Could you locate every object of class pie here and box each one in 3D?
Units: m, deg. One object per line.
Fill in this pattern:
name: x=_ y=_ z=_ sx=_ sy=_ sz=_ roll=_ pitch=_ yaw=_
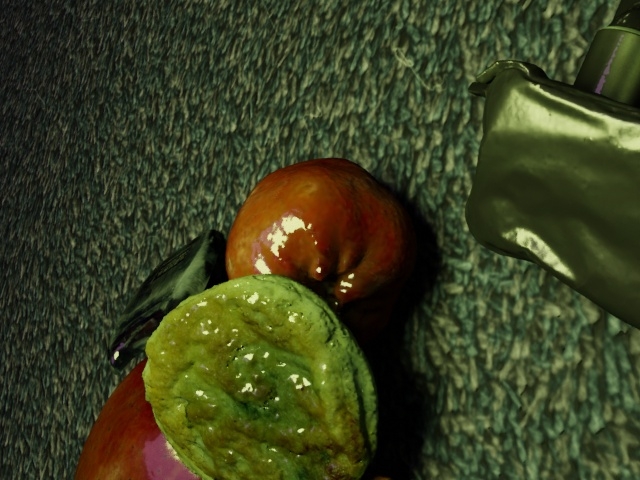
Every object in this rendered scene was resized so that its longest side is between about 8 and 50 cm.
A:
pie: x=-0.070 y=0.165 z=0.966 sx=0.277 sy=0.078 sz=0.276 roll=5 pitch=106 yaw=17

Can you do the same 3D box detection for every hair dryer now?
hair dryer: x=0.246 y=-0.173 z=0.967 sx=0.248 sy=0.078 sz=0.195 roll=26 pitch=94 yaw=55

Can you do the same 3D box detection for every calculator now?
calculator: x=-0.221 y=0.076 z=1.331 sx=0.177 sy=0.040 sz=0.268 roll=-33 pitch=19 yaw=24

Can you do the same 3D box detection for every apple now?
apple: x=-0.173 y=0.314 z=1.208 sx=0.365 sy=0.295 sz=0.328 roll=-54 pitch=5 yaw=18

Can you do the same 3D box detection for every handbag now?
handbag: x=0.262 y=-0.028 z=0.799 sx=0.332 sy=0.075 sz=0.191 roll=32 pitch=131 yaw=35

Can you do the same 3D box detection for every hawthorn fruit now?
hawthorn fruit: x=0.000 y=0.000 z=1.078 sx=0.224 sy=0.224 sz=0.260 roll=-46 pitch=26 yaw=26

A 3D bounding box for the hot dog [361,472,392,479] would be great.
hot dog: x=0.038 y=0.355 z=0.965 sx=0.160 sy=0.099 sz=0.226 roll=35 pitch=100 yaw=49
